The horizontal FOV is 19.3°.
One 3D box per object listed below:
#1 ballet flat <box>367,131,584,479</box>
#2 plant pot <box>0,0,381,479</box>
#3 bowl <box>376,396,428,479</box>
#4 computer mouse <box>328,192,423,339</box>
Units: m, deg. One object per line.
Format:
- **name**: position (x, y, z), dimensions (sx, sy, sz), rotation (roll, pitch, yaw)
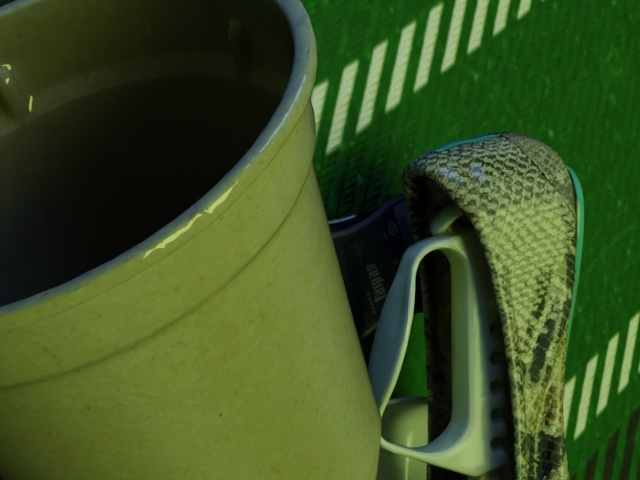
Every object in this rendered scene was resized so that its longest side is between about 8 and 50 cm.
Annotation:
- **ballet flat**: position (0.114, 0.160, 1.440), dimensions (0.182, 0.164, 0.483), rotation (-5, 94, -31)
- **plant pot**: position (-0.110, 0.047, 1.152), dimensions (0.334, 0.333, 0.305), rotation (-54, 135, -34)
- **bowl**: position (0.057, 0.196, 1.517), dimensions (0.142, 0.053, 0.142), rotation (4, 87, -47)
- **computer mouse**: position (0.000, 0.000, 1.458), dimensions (0.262, 0.060, 0.184), rotation (-32, 103, -42)
